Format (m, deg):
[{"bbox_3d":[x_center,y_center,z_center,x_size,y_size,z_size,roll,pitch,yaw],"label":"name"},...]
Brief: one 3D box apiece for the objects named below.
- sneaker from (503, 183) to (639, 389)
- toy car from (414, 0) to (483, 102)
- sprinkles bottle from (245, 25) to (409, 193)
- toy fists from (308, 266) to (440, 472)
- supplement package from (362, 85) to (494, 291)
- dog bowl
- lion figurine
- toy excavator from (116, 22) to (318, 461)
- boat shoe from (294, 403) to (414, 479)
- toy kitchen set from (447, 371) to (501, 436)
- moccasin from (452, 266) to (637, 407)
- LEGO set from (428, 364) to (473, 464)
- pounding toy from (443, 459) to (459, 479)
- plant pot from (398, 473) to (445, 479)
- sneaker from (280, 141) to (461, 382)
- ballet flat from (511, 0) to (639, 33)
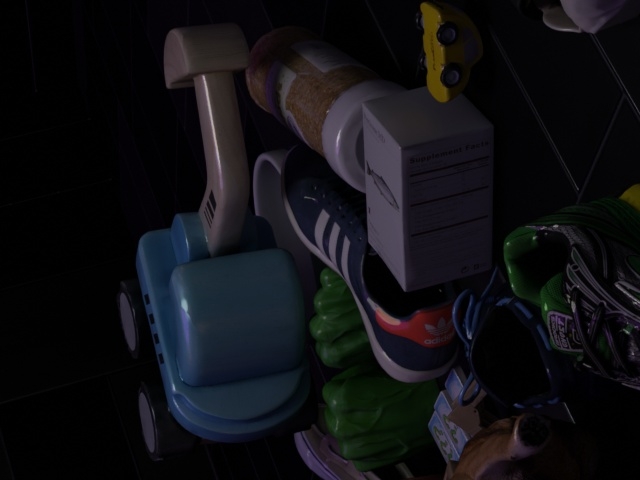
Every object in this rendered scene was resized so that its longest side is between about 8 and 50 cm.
[{"bbox_3d":[0.249,0.076,1.097,0.343,0.146,0.134,-133,32,-59],"label":"sneaker"},{"bbox_3d":[0.113,-0.279,1.427,0.239,0.053,0.225,101,151,-57],"label":"toy car"},{"bbox_3d":[0.016,-0.160,1.761,0.355,0.121,0.121,-135,33,-63],"label":"sprinkles bottle"},{"bbox_3d":[0.061,0.151,1.856,0.096,0.142,0.279,-141,39,-66],"label":"toy fists"},{"bbox_3d":[0.111,-0.056,1.546,0.105,0.105,0.179,-124,24,-52],"label":"supplement package"},{"bbox_3d":[0.000,0.000,2.005,0.265,0.104,0.265,165,90,-75],"label":"dog bowl"},{"bbox_3d":[0.115,0.280,1.334,0.142,0.392,0.240,54,161,7],"label":"lion figurine"},{"bbox_3d":[-0.118,0.011,1.856,0.445,0.222,0.433,117,141,-60],"label":"toy excavator"},{"bbox_3d":[0.060,0.309,2.136,0.302,0.109,0.094,43,130,48],"label":"boat shoe"},{"bbox_3d":[0.194,0.168,1.625,0.083,0.075,0.068,-53,3,31],"label":"toy kitchen set"},{"bbox_3d":[0.186,0.089,1.390,0.342,0.117,0.138,154,101,-75],"label":"moccasin"},{"bbox_3d":[0.177,0.289,1.719,0.182,0.060,0.244,104,143,-60],"label":"LEGO set"},{"bbox_3d":[0.162,0.363,1.563,0.181,0.094,0.206,-93,16,-78],"label":"pounding toy"},{"bbox_3d":[0.084,0.437,1.867,0.272,0.272,0.265,132,129,-72],"label":"plant pot"},{"bbox_3d":[0.065,-0.011,1.737,0.350,0.131,0.148,57,156,29],"label":"sneaker"},{"bbox_3d":[0.201,-0.208,1.129,0.280,0.095,0.096,-137,24,-81],"label":"ballet flat"}]
